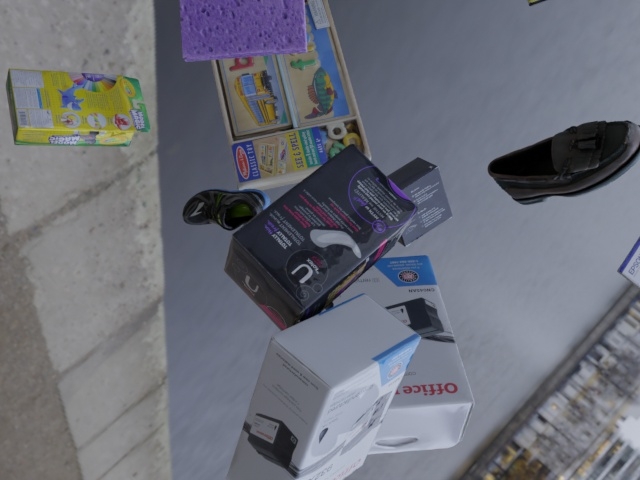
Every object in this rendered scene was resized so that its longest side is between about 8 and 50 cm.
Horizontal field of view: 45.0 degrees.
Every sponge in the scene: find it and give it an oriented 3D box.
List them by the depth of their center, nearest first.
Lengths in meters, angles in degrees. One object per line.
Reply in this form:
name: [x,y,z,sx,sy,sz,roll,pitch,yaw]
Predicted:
sponge: [-0.129,-0.368,1.298,0.210,0.117,0.031,-4,-179,0]

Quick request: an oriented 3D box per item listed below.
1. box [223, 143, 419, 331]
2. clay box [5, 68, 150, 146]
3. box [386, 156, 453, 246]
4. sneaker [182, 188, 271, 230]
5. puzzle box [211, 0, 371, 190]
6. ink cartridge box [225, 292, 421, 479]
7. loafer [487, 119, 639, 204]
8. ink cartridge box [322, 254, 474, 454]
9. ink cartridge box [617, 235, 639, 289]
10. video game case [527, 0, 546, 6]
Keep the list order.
box: [0.000,0.000,1.248,0.270,0.165,0.143,-39,168,-27]
clay box: [-0.414,-0.225,1.327,0.222,0.127,0.053,-2,152,-31]
box: [0.230,-0.098,1.939,0.156,0.093,0.158,-32,124,-14]
sneaker: [-0.188,-0.058,1.475,0.078,0.188,0.067,-57,137,-53]
puzzle box: [-0.077,-0.311,1.581,0.272,0.408,0.052,-13,161,-4]
ink cartridge box: [0.002,0.263,1.209,0.223,0.129,0.307,-21,139,-47]
loafer: [0.349,-0.115,1.131,0.267,0.084,0.096,-26,-139,62]
ink cartridge box: [0.129,0.233,1.635,0.286,0.395,0.166,-4,137,-8]
ink cartridge box: [0.630,0.104,1.198,0.175,0.371,0.069,-51,-177,-18]
video game case: [0.379,-0.476,1.115,0.248,0.275,0.035,40,53,-39]
